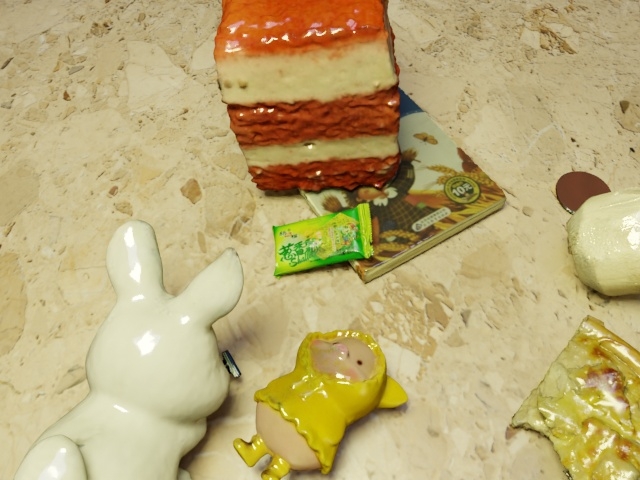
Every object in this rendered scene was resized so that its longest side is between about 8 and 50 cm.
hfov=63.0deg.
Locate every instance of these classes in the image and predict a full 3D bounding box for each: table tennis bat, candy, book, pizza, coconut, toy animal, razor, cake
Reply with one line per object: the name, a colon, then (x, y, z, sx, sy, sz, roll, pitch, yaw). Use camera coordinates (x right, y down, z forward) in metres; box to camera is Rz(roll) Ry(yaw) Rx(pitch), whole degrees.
table tennis bat: (0.469, -0.061, 0.915, 0.095, 0.014, 0.158, 0, 54, 2)
candy: (0.000, -0.001, 0.866, 0.178, 0.032, 0.102, -13, 63, 15)
book: (0.094, -0.152, 0.985, 0.299, 0.039, 0.428, -28, 59, -12)
pizza: (0.381, 0.247, 0.667, 0.222, 0.089, 0.324, -17, 51, -7)
coconut: (0.463, -0.001, 0.776, 0.162, 0.161, 0.161, -18, 50, 33)
toy animal: (-0.223, 0.168, 0.642, 0.196, 0.241, 0.368, 17, 74, 9)
razor: (-0.187, 0.223, 0.763, 0.154, 0.028, 0.044, -34, 71, -6)
toy animal: (-0.004, 0.221, 0.696, 0.229, 0.156, 0.156, -34, 60, -29)
cake: (-0.006, -0.276, 0.860, 0.269, 0.320, 0.270, -4, 58, 6)
